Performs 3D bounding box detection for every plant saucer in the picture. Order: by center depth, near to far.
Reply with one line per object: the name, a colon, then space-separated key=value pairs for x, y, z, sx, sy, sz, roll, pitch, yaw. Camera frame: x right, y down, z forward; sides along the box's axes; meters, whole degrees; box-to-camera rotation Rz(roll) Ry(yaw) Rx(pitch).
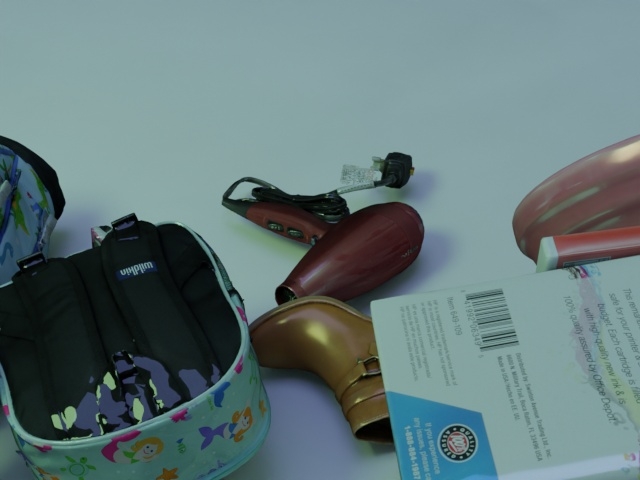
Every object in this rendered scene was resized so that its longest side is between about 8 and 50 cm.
plant saucer: x=0.341 y=-0.016 z=1.007 sx=0.332 sy=0.332 sz=0.084 roll=-9 pitch=72 yaw=-1

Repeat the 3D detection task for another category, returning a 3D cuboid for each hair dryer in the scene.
hair dryer: x=0.000 y=0.000 z=1.221 sx=0.224 sy=0.080 sz=0.293 roll=-11 pitch=24 yaw=8

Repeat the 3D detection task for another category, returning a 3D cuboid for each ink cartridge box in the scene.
ink cartridge box: x=0.192 y=0.153 z=0.841 sx=0.270 sy=0.197 sz=0.198 roll=-10 pitch=41 yaw=2

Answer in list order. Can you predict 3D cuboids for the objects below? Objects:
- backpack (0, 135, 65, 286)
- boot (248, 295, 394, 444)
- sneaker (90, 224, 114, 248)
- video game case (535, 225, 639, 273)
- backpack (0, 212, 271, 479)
backpack: x=-0.417 y=0.029 z=1.134 sx=0.290 sy=0.273 sz=0.355 roll=-2 pitch=49 yaw=-3
boot: x=0.023 y=0.123 z=1.040 sx=0.197 sy=0.073 sz=0.152 roll=-9 pitch=40 yaw=3
sneaker: x=-0.179 y=0.040 z=1.207 sx=0.077 sy=0.072 sz=0.178 roll=-19 pitch=44 yaw=-34
video game case: x=0.313 y=0.047 z=0.937 sx=0.285 sy=0.204 sz=0.025 roll=-7 pitch=53 yaw=-2
backpack: x=-0.160 y=0.121 z=0.975 sx=0.225 sy=0.191 sz=0.253 roll=-21 pitch=31 yaw=-13
